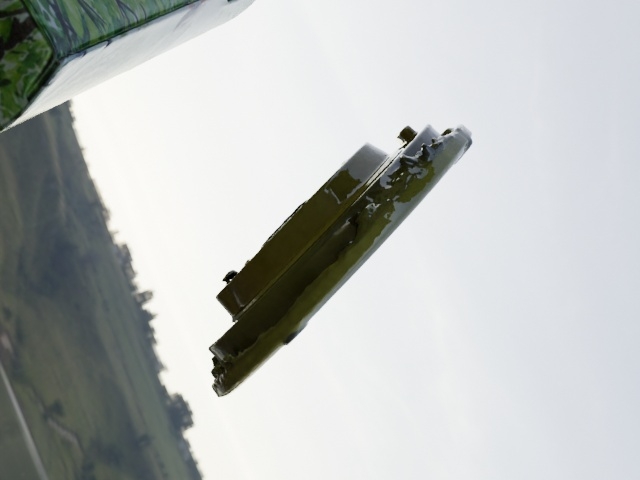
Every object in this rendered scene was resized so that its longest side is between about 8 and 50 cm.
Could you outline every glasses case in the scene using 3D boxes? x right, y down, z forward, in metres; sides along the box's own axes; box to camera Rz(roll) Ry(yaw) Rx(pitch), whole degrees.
[{"bbox_3d":[-0.116,-0.135,0.544,0.095,0.272,0.062,-23,-75,29],"label":"glasses case"}]

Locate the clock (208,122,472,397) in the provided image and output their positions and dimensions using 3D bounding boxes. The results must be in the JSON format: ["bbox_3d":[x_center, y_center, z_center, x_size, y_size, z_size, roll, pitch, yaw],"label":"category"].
[{"bbox_3d":[0.000,0.000,0.592,0.057,0.237,0.237,45,-22,-1],"label":"clock"}]
